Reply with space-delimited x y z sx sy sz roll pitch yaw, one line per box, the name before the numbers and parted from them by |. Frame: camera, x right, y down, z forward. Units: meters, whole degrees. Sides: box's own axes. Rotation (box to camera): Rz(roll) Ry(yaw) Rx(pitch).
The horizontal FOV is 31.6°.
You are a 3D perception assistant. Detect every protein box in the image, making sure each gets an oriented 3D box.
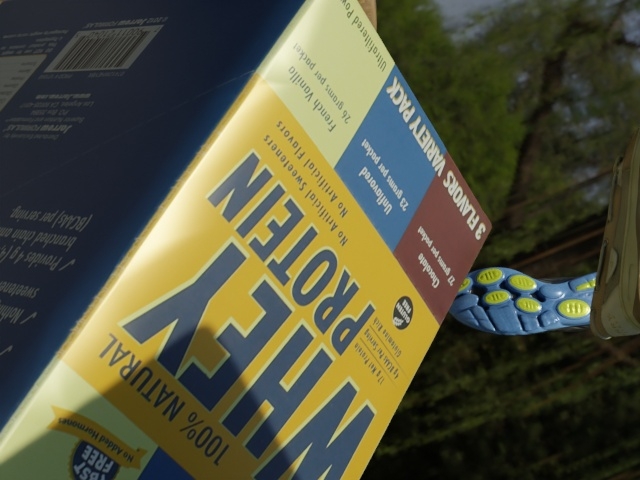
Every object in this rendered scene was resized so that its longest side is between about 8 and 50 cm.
protein box | -0.082 0.021 0.424 0.200 0.201 0.136 6 -35 42

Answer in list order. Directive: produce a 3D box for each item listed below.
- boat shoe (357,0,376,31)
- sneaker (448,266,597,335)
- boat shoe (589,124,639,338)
boat shoe | -0.051 -0.203 0.921 0.341 0.110 0.121 -145 -137 -75
sneaker | 0.208 0.065 1.092 0.078 0.188 0.067 124 -37 -67
boat shoe | 0.197 -0.011 0.704 0.056 0.048 0.153 28 60 -30
